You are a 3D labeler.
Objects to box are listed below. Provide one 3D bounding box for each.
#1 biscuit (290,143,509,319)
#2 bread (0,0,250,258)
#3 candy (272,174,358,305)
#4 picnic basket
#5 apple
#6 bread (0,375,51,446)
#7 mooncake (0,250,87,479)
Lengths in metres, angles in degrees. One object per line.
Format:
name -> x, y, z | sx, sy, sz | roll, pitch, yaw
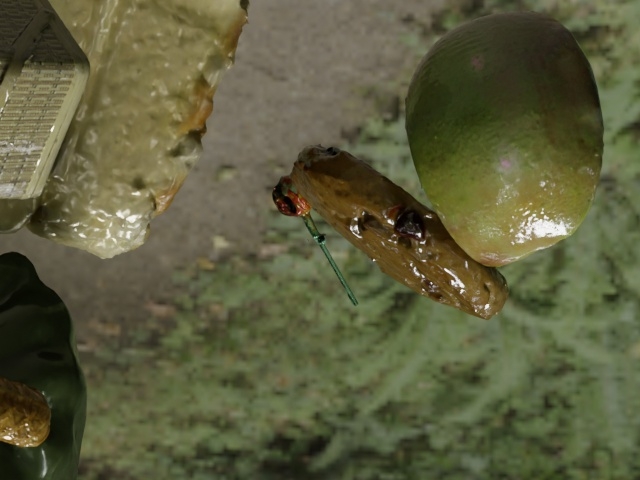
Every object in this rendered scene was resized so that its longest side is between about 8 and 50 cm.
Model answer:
biscuit -> 0.080, -0.004, 1.593 | 0.296, 0.075, 0.296 | 37, 178, 2
bread -> -0.284, -0.200, 1.563 | 0.279, 0.371, 0.390 | 16, -173, -24
candy -> 0.000, 0.000, 1.812 | 0.049, 0.184, 0.055 | -31, -177, -12
picnic basket -> -0.216, -0.107, 0.872 | 0.079, 0.164, 0.115 | -5, 137, -42
apple -> 0.172, -0.120, 1.422 | 0.120, 0.265, 0.193 | 12, 147, -38
bread -> -0.273, 0.123, 1.157 | 0.044, 0.052, 0.157 | -18, 149, 31
mooncake -> -0.390, 0.161, 1.361 | 0.351, 0.351, 0.187 | 4, 158, -5
